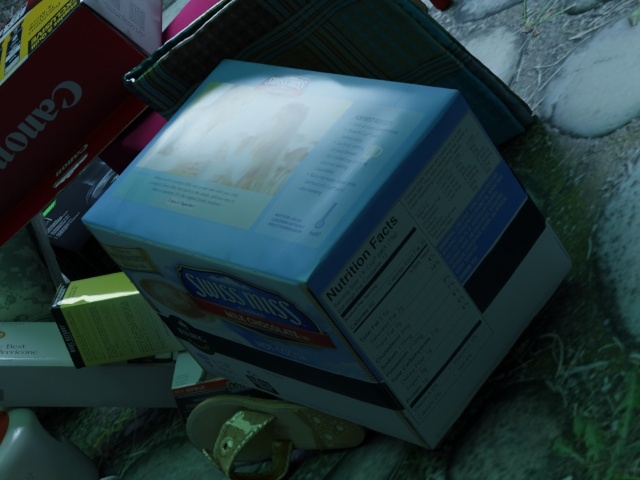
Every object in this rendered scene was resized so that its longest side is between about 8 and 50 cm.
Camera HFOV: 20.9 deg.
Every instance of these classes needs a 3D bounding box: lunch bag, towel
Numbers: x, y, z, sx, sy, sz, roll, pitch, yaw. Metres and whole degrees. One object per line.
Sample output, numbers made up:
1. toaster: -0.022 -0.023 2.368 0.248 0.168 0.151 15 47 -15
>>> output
1. lunch bag: -0.430 0.082 2.211 0.256 0.212 0.305 -39 52 16
2. towel: 0.017 -0.139 1.775 0.271 0.370 0.040 -36 45 18

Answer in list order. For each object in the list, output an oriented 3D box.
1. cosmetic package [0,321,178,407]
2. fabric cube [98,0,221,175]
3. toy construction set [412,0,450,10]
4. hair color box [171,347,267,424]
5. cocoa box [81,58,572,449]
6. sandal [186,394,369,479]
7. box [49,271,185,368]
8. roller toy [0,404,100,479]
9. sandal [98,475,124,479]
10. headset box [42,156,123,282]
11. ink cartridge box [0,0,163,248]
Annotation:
1. cosmetic package: -0.261 0.138 1.958 0.239 0.060 0.099 0 26 -4
2. fabric cube: -0.083 -0.128 2.041 0.254 0.259 0.258 -51 24 -12
3. toy construction set: -0.009 -0.347 2.319 0.309 0.237 0.257 -26 29 38
4. hair color box: -0.103 0.122 1.871 0.093 0.053 0.167 -11 32 8
5. cocoa box: 0.000 0.000 1.576 0.347 0.228 0.231 14 59 50
6. sandal: -0.061 0.200 1.662 0.240 0.088 0.079 -15 33 41
7. box: -0.164 0.072 1.849 0.232 0.087 0.058 -11 30 15
8. roller toy: -0.359 0.286 1.943 0.209 0.146 0.191 -33 25 28
9. sandal: -0.301 0.340 1.787 0.076 0.102 0.265 28 72 30
10. headset box: -0.248 -0.046 2.347 0.246 0.131 0.283 -49 22 -12
11. ink cartridge box: -0.333 -0.168 2.048 0.309 0.130 0.272 -42 26 18
